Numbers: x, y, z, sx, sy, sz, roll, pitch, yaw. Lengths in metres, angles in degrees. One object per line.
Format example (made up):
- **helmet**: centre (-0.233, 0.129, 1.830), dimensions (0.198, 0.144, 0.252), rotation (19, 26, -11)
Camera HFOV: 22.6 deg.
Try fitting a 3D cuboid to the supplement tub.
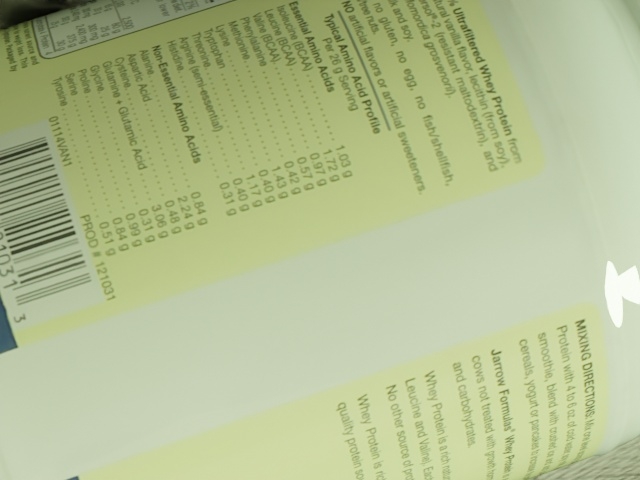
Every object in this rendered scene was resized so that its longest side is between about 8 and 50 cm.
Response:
- **supplement tub**: centre (0.000, 0.000, 0.634), dimensions (0.325, 0.235, 0.235), rotation (-19, 159, -6)
